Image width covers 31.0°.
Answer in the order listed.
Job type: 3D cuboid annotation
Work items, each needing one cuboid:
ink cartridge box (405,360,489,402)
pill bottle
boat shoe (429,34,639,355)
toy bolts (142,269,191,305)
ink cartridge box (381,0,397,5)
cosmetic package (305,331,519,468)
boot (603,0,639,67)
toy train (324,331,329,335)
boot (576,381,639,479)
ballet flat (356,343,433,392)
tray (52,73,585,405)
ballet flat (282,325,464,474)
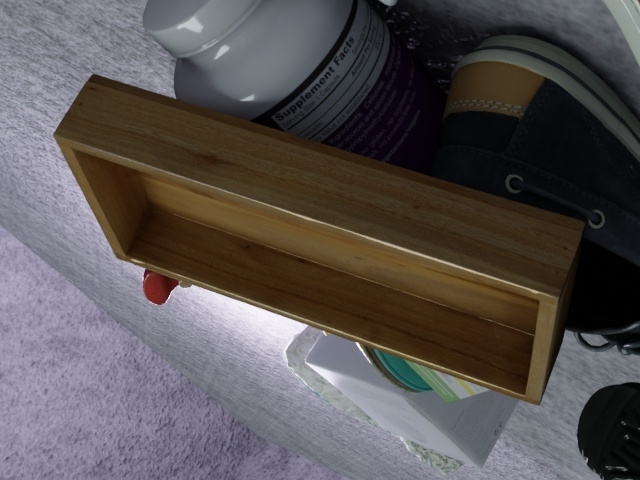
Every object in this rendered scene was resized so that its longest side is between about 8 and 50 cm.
[{"bbox_3d":[0.199,0.080,1.228,0.235,0.056,0.171,-22,135,24],"label":"ink cartridge box"},{"bbox_3d":[-0.002,-0.121,1.016,0.323,0.181,0.181,43,159,-33],"label":"pill bottle"},{"bbox_3d":[0.279,0.030,1.010,0.500,0.156,0.186,38,160,-24],"label":"boat shoe"},{"bbox_3d":[-0.145,-0.058,1.337,0.218,0.158,0.228,-7,141,-9],"label":"toy bolts"},{"bbox_3d":[-0.043,-0.303,0.796,0.275,0.060,0.239,30,162,7],"label":"ink cartridge box"},{"bbox_3d":[0.140,0.208,1.748,0.224,0.138,0.224,14,157,49],"label":"cosmetic package"},{"bbox_3d":[0.282,-0.127,0.690,0.244,0.088,0.176,46,157,-29],"label":"boot"},{"bbox_3d":[-0.009,0.040,1.380,0.166,0.046,0.125,50,-162,-47],"label":"toy train"},{"bbox_3d":[0.442,0.238,1.115,0.260,0.131,0.348,4,-150,-48],"label":"boot"},{"bbox_3d":[0.044,0.041,1.290,0.123,0.123,0.348,15,152,43],"label":"ballet flat"},{"bbox_3d":[0.000,0.000,0.949,0.410,0.076,0.203,17,153,16],"label":"tray"},{"bbox_3d":[0.129,0.252,1.968,0.409,0.147,0.147,36,163,-22],"label":"ballet flat"}]
